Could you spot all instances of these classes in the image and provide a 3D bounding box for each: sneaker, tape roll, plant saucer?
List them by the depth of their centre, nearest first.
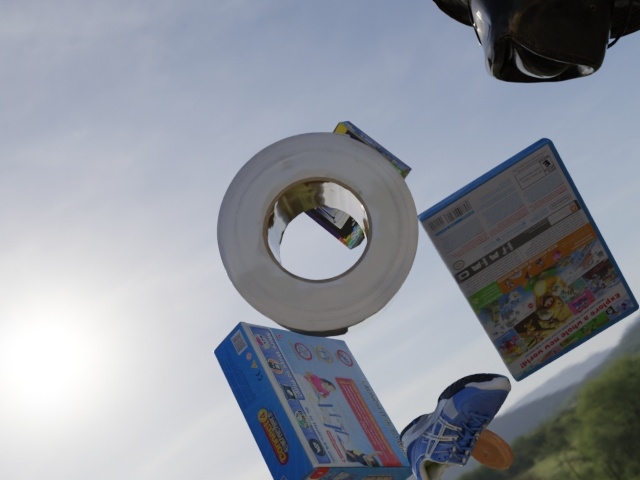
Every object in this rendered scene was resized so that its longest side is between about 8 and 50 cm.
[{"bbox_3d":[0.000,0.000,1.083,0.246,0.246,0.169,-34,-9,-2],"label":"tape roll"},{"bbox_3d":[0.182,0.244,1.085,0.080,0.081,0.211,12,-46,-23],"label":"sneaker"},{"bbox_3d":[0.249,0.313,1.259,0.013,0.083,0.083,-45,-10,-35],"label":"plant saucer"}]

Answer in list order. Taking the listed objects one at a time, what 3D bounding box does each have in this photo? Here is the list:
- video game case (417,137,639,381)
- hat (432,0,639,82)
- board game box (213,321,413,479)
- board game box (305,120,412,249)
[{"bbox_3d":[0.169,0.018,0.675,0.119,0.166,0.015,-32,15,3],"label":"video game case"},{"bbox_3d":[0.253,-0.260,0.996,0.331,0.331,0.134,40,-120,-71],"label":"hat"},{"bbox_3d":[-0.007,0.306,1.517,0.086,0.308,0.302,-47,-37,21],"label":"board game box"},{"bbox_3d":[0.050,-0.093,1.424,0.170,0.141,0.048,-56,-15,23],"label":"board game box"}]
